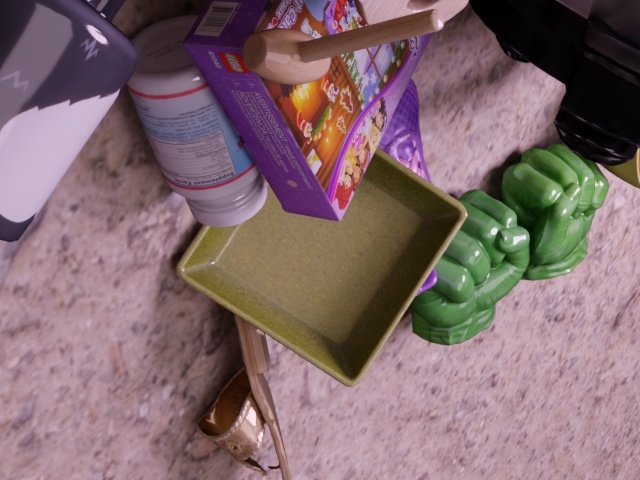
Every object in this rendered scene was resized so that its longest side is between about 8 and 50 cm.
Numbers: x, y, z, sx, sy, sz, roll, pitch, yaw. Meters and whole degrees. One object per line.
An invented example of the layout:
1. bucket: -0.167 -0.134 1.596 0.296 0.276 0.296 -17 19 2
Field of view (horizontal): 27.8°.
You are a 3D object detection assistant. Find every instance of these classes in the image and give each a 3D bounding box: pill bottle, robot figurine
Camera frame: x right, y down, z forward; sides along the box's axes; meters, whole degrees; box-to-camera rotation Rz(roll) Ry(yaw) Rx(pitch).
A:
1. pill bottle: -0.091 -0.089 1.006 0.087 0.087 0.160 -40 139 -22
2. robot figurine: -0.221 -0.092 0.790 0.278 0.173 0.209 -55 143 0

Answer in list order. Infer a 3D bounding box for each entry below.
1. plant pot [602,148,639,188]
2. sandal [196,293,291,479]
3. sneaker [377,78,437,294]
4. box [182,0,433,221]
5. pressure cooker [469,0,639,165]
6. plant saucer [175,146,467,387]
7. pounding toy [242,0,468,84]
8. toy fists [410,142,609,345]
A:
1. plant pot: 0.337 -0.129 1.425 0.134 0.095 0.134 -29 129 -45
2. sandal: -0.080 0.155 1.211 0.079 0.088 0.240 -12 121 -5
3. sneaker: 0.074 -0.043 1.202 0.095 0.104 0.236 -23 129 -34
4. box: 0.018 -0.191 1.007 0.293 0.057 0.201 -64 147 -25
5. pressure cooker: 0.330 -0.264 1.112 0.370 0.375 0.420 5 122 -33
6. plant saucer: 0.000 0.000 1.132 0.188 0.188 0.045 -57 -174 -2
7. pounding toy: 0.080 -0.193 0.850 0.269 0.155 0.154 -46 155 25
8. toy fists: 0.201 -0.003 1.373 0.279 0.096 0.142 -30 132 -29
